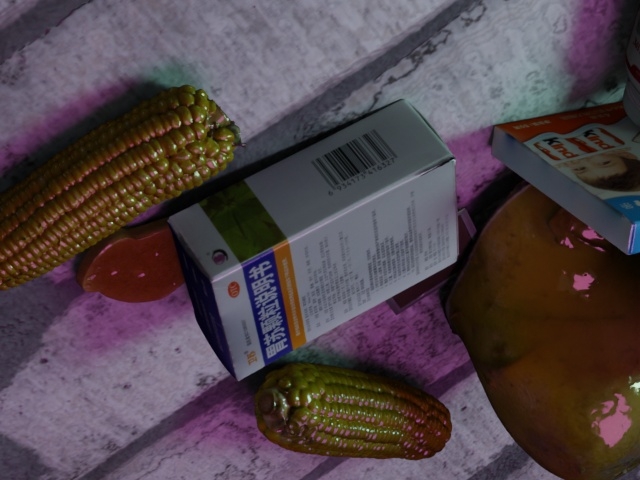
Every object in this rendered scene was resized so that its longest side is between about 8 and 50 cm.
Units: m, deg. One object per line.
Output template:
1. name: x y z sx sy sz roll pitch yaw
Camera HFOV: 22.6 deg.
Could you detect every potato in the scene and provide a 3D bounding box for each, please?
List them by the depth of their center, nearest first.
1. potato: 0.347 0.117 1.999 0.290 0.296 0.397 -10 147 -33

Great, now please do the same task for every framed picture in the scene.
1. framed picture: 0.131 0.025 1.955 0.142 0.011 0.183 -33 156 3

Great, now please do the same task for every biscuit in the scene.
1. biscuit: -0.189 0.018 1.718 0.118 0.023 0.140 -45 144 15

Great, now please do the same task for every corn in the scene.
1. corn: -0.224 -0.046 1.545 0.313 0.102 0.102 -32 146 2
2. corn: 0.045 0.225 2.081 0.120 0.120 0.363 -46 147 21

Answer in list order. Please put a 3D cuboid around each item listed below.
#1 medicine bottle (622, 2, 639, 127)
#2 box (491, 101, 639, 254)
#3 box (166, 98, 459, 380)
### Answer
1. medicine bottle: 0.410 -0.234 1.760 0.131 0.131 0.250 -17 143 -20
2. box: 0.377 -0.083 1.813 0.273 0.265 0.048 -12 123 -27
3. box: 0.000 0.000 1.752 0.299 0.106 0.200 -27 146 -13
